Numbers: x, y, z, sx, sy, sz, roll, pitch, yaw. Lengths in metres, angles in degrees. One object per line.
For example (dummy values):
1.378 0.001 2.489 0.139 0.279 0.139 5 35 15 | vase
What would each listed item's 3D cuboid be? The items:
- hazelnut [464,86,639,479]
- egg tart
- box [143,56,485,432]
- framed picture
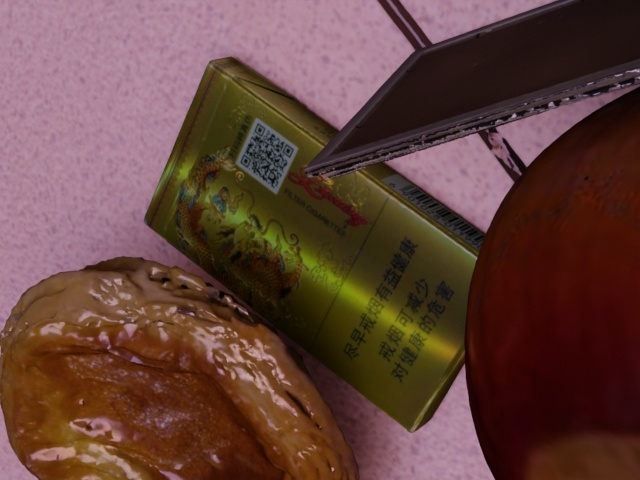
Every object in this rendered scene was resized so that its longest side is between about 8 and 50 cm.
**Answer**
0.289 0.054 0.686 0.409 0.359 0.359 11 108 31 | hazelnut
-0.115 0.155 1.055 0.352 0.150 0.352 14 124 21 | egg tart
0.000 0.000 1.017 0.311 0.043 0.173 36 119 19 | box
0.140 -0.120 0.803 0.274 0.217 0.017 -14 113 36 | framed picture
